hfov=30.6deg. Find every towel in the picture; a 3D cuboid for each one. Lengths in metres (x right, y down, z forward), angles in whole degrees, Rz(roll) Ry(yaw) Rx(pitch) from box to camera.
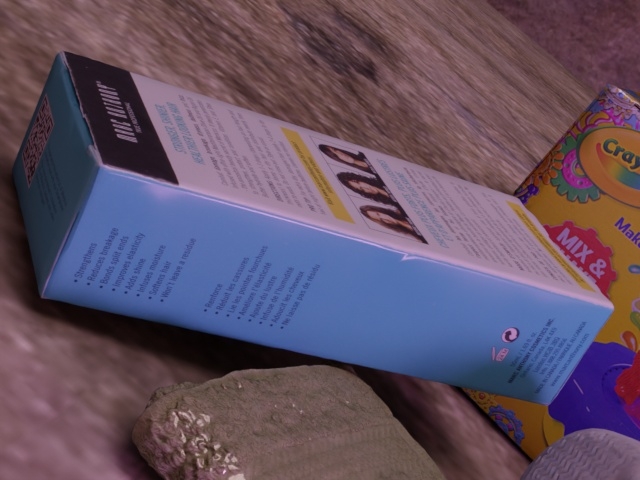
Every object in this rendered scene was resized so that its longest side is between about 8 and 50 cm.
[{"bbox_3d":[0.004,0.091,0.423,0.110,0.027,0.148,47,19,20],"label":"towel"}]

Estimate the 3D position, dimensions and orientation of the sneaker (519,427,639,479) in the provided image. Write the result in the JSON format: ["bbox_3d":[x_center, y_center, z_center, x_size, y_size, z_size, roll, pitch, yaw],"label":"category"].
[{"bbox_3d":[0.158,0.182,0.446,0.126,0.091,0.240,48,9,-40],"label":"sneaker"}]

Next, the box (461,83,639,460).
[{"bbox_3d":[0.245,0.071,0.685,0.290,0.177,0.279,45,19,16],"label":"box"}]

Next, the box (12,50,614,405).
[{"bbox_3d":[0.000,0.000,0.499,0.244,0.060,0.100,15,25,-29],"label":"box"}]
